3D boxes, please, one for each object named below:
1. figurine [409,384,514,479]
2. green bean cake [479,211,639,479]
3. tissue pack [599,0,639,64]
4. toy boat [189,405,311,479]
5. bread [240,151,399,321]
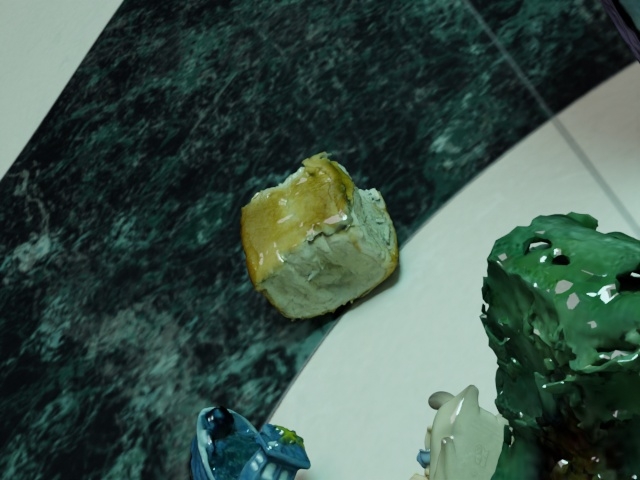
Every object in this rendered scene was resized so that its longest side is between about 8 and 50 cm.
[{"bbox_3d":[0.063,0.114,0.734,0.051,0.047,0.083,-17,46,56],"label":"figurine"},{"bbox_3d":[0.121,0.111,0.501,0.107,0.193,0.208,22,96,45],"label":"green bean cake"},{"bbox_3d":[0.199,-0.244,0.699,0.259,0.361,0.122,-37,34,7],"label":"tissue pack"},{"bbox_3d":[-0.033,0.130,0.790,0.060,0.060,0.137,-59,27,15],"label":"toy boat"},{"bbox_3d":[0.001,0.002,0.893,0.083,0.077,0.070,-30,47,18],"label":"bread"}]
